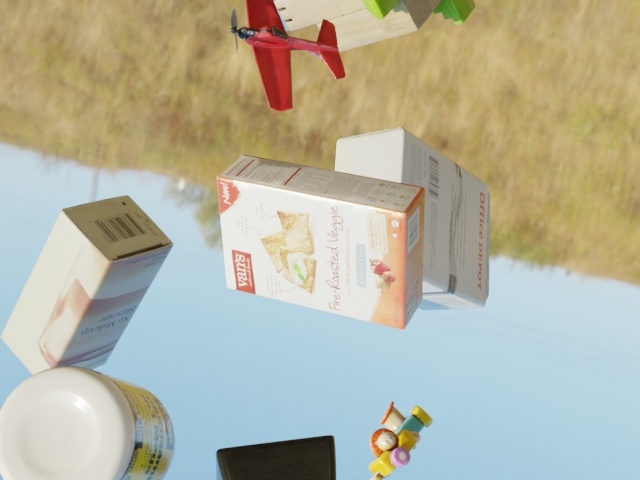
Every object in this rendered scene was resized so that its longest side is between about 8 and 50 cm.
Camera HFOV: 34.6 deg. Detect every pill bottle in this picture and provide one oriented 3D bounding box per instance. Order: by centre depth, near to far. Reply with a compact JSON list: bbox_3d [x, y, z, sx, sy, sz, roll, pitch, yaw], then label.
[{"bbox_3d":[-0.317,0.288,1.478,0.188,0.188,0.334,12,169,9],"label":"pill bottle"}]

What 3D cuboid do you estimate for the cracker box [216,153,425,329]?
[{"bbox_3d":[0.000,0.000,1.179,0.232,0.155,0.067,12,-145,22],"label":"cracker box"}]

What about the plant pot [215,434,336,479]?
[{"bbox_3d":[-0.064,0.431,1.616,0.188,0.187,0.167,-4,-127,-9],"label":"plant pot"}]

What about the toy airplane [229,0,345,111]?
[{"bbox_3d":[-0.029,-0.193,1.019,0.151,0.151,0.028,1,159,-44],"label":"toy airplane"}]

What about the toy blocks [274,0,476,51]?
[{"bbox_3d":[0.071,-0.379,1.431,0.261,0.190,0.381,-6,-144,42],"label":"toy blocks"}]

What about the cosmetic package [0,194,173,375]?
[{"bbox_3d":[-0.383,0.083,1.678,0.129,0.296,0.153,45,-146,17],"label":"cosmetic package"}]

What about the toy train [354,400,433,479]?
[{"bbox_3d":[0.052,0.224,1.056,0.046,0.125,0.166,44,-149,4],"label":"toy train"}]

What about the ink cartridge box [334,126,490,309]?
[{"bbox_3d":[0.152,-0.024,1.669,0.129,0.223,0.307,-6,162,34],"label":"ink cartridge box"}]
